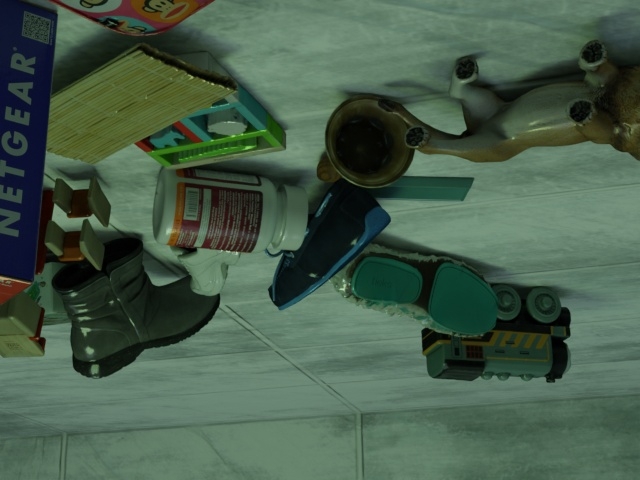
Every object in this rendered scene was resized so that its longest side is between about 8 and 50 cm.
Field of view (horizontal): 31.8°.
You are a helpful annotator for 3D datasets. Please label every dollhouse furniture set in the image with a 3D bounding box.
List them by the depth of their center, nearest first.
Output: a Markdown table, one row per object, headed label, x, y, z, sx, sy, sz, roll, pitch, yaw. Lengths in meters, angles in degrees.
| label | x | y | z | sx | sy | sz | roll | pitch | yaw |
| --- | --- | --- | --- | --- | --- | --- | --- | --- | --- |
| dollhouse furniture set | -0.462 | 0.034 | 1.718 | 0.262 | 0.259 | 0.135 | -3 | 150 | 9 |

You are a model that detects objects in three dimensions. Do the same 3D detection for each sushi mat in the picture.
| label | x | y | z | sx | sy | sz | roll | pitch | yaw |
| --- | --- | --- | --- | --- | --- | --- | --- | --- | --- |
| sushi mat | -0.265 | -0.167 | 1.430 | 0.316 | 0.019 | 0.151 | -19 | 154 | 41 |

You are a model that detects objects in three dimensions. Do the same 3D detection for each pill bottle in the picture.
| label | x | y | z | sx | sy | sz | roll | pitch | yaw |
| --- | --- | --- | --- | --- | --- | --- | --- | --- | --- |
| pill bottle | -0.138 | -0.044 | 1.715 | 0.221 | 0.121 | 0.121 | 6 | 159 | -18 |

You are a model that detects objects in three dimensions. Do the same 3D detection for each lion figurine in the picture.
| label | x | y | z | sx | sy | sz | roll | pitch | yaw |
| --- | --- | --- | --- | --- | --- | --- | --- | --- | --- |
| lion figurine | 0.295 | -0.156 | 1.453 | 0.392 | 0.142 | 0.240 | 4 | 172 | 31 |

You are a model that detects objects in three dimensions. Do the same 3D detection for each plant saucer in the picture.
| label | x | y | z | sx | sy | sz | roll | pitch | yaw |
| --- | --- | --- | --- | --- | --- | --- | --- | --- | --- |
| plant saucer | 0.143 | -0.081 | 1.775 | 0.192 | 0.018 | 0.067 | 2 | 159 | -5 |

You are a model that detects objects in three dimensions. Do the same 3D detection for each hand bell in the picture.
| label | x | y | z | sx | sy | sz | roll | pitch | yaw |
| --- | --- | --- | --- | --- | --- | --- | --- | --- | --- |
| hand bell | 0.037 | -0.117 | 1.593 | 0.126 | 0.126 | 0.242 | 4 | 172 | -14 |

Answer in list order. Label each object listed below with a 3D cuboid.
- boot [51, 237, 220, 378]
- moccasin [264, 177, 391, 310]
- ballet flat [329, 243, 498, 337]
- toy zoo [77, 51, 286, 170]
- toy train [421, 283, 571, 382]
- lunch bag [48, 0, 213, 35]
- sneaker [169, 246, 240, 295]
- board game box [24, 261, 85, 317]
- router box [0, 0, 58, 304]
| label | x | y | z | sx | sy | sz | roll | pitch | yaw |
| --- | --- | --- | --- | --- | --- | --- | --- | --- | --- |
| boot | -0.317 | 0.087 | 2.029 | 0.118 | 0.338 | 0.222 | 23 | 130 | 33 |
| moccasin | 0.000 | 0.000 | 1.846 | 0.138 | 0.117 | 0.342 | -37 | 175 | -42 |
| ballet flat | 0.164 | 0.077 | 2.094 | 0.409 | 0.147 | 0.147 | 20 | 151 | -38 |
| toy zoo | -0.189 | -0.174 | 1.488 | 0.192 | 0.030 | 0.293 | -9 | 158 | 21 |
| toy train | 0.355 | 0.192 | 2.276 | 0.334 | 0.190 | 0.142 | 5 | 159 | -16 |
| lunch bag | -0.177 | -0.315 | 0.999 | 0.258 | 0.120 | 0.293 | 21 | 150 | -37 |
| sneaker | -0.210 | 0.022 | 1.965 | 0.115 | 0.090 | 0.232 | 11 | 148 | -14 |
| board game box | -0.567 | 0.110 | 2.095 | 0.303 | 0.097 | 0.224 | -7 | 172 | 19 |
| router box | -0.420 | -0.072 | 1.315 | 0.082 | 0.335 | 0.301 | 15 | 155 | -35 |
